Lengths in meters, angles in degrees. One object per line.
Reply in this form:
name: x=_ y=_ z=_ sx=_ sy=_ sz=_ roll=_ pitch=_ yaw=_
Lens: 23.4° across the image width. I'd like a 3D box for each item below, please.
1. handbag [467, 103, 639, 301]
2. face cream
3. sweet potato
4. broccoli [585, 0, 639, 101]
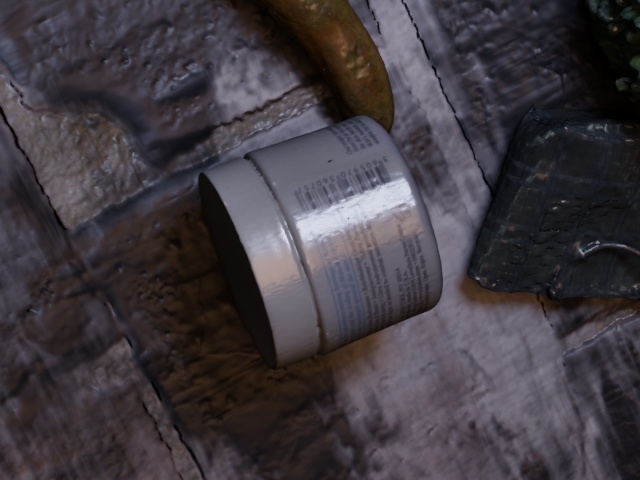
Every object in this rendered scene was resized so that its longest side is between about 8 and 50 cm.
handbag: x=0.270 y=-0.026 z=1.388 sx=0.270 sy=0.088 sz=0.175 roll=5 pitch=104 yaw=-14
face cream: x=0.000 y=0.000 z=1.270 sx=0.153 sy=0.177 sz=0.177 roll=-21 pitch=101 yaw=-12
sweet potato: x=-0.011 y=-0.194 z=1.302 sx=0.075 sy=0.075 sz=0.273 roll=-41 pitch=108 yaw=-6
broccoli: x=0.381 y=-0.235 z=1.298 sx=0.281 sy=0.293 sz=0.347 roll=10 pitch=56 yaw=-10
